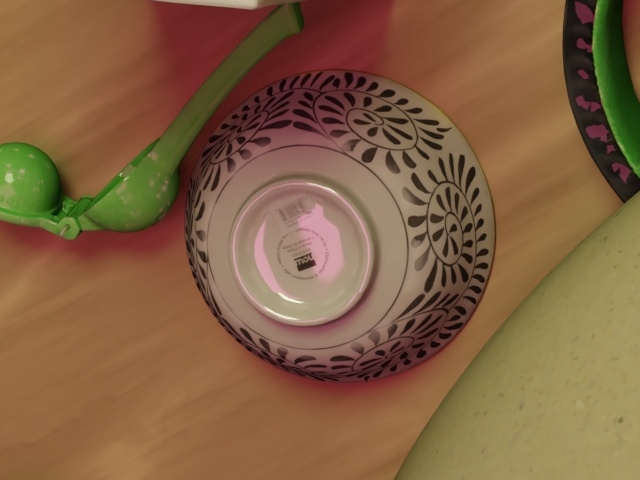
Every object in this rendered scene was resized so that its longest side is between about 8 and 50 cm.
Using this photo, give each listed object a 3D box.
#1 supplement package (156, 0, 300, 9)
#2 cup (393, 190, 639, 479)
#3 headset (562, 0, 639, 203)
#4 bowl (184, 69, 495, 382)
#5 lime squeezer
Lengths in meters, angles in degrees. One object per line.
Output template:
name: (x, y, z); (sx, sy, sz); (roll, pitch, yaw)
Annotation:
supplement package: (-0.053, -0.215, 0.810); (0.145, 0.262, 0.204); (6, 101, 13)
cup: (0.219, 0.075, 0.722); (0.331, 0.331, 0.237); (26, 114, 9)
headset: (0.271, -0.132, 0.783); (0.243, 0.185, 0.394); (45, 118, 3)
bowl: (0.000, 0.000, 0.929); (0.170, 0.080, 0.170); (2, 100, 13)
lime squeezer: (-0.144, -0.048, 0.954); (0.310, 0.059, 0.110); (-6, 131, 21)
